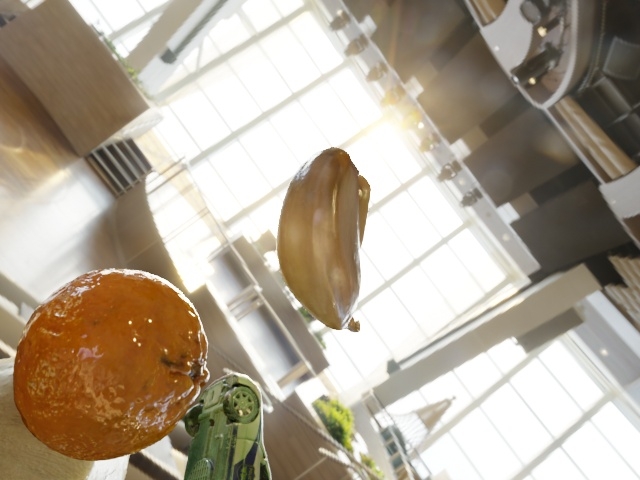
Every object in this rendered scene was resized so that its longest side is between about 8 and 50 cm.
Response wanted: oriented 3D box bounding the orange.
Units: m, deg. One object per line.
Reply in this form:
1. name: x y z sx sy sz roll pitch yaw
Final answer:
1. orange: -0.142 0.085 0.402 0.135 0.117 0.136 49 33 -48

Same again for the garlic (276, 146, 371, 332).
1. garlic: 0.000 0.000 0.719 0.217 0.110 0.228 45 45 -73

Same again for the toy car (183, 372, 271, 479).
1. toy car: -0.089 0.238 0.524 0.076 0.090 0.224 27 49 -28

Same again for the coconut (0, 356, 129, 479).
1. coconut: -0.363 0.258 0.672 0.237 0.237 0.266 54 -12 27
